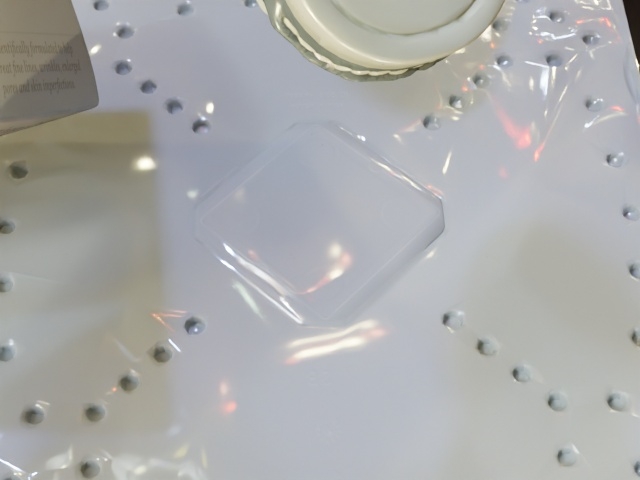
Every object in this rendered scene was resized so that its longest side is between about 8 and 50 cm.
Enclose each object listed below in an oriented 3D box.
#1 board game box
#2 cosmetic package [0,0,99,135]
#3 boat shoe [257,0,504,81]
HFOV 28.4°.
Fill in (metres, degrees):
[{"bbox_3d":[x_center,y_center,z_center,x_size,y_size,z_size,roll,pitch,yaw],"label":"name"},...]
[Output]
[{"bbox_3d":[0.000,0.000,0.714,0.050,0.389,0.390,90,178,-55],"label":"board game box"},{"bbox_3d":[-0.228,-0.107,0.596,0.151,0.183,0.151,-52,-53,-79],"label":"cosmetic package"},{"bbox_3d":[-0.012,-0.211,0.448,0.116,0.099,0.320,-13,-90,-12],"label":"boat shoe"}]
